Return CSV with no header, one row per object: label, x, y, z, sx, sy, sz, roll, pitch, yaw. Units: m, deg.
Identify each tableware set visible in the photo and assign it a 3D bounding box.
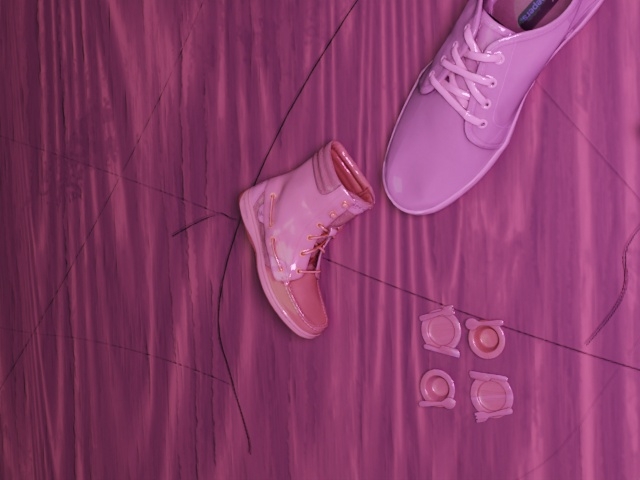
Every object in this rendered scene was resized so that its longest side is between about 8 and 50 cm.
tableware set,0.206,0.176,1.299,0.141,0.020,0.168,-1,93,33

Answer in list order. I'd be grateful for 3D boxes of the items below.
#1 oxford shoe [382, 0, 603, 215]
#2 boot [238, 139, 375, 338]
oxford shoe,0.211,-0.224,1.207,0.169,0.130,0.449,45,117,21
boot,0.000,0.000,1.381,0.203,0.095,0.261,-28,74,30
